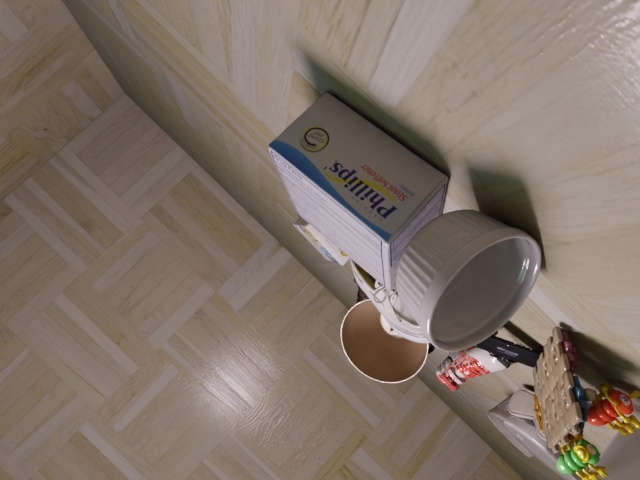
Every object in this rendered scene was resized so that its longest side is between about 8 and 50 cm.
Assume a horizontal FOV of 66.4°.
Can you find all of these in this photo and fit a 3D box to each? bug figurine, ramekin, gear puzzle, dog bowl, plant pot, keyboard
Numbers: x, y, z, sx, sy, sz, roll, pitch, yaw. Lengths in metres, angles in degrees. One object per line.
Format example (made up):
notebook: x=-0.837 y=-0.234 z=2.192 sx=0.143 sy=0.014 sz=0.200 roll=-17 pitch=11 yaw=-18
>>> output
bug figurine: x=0.517 y=0.394 z=0.819 sx=0.072 sy=0.216 sz=0.279 roll=3 pitch=-138 yaw=-34
ramekin: x=0.210 y=0.051 z=0.727 sx=0.109 sy=0.207 sz=0.207 roll=48 pitch=176 yaw=45
gear puzzle: x=0.451 y=0.304 z=0.928 sx=0.044 sy=0.175 sz=0.339 roll=-5 pitch=146 yaw=10
dog bowl: x=0.672 y=0.601 z=1.457 sx=0.349 sy=0.102 sz=0.349 roll=43 pitch=170 yaw=9
plant pot: x=0.233 y=0.293 z=1.609 sx=0.284 sy=0.284 sz=0.191 roll=42 pitch=-153 yaw=10
keyboard: x=0.406 y=0.238 z=1.064 sx=0.180 sy=0.023 sz=0.108 roll=19 pitch=154 yaw=20

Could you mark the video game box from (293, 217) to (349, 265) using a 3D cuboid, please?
video game box: x=0.000 y=0.000 z=1.840 sx=0.205 sy=0.048 sz=0.187 roll=47 pitch=172 yaw=-17

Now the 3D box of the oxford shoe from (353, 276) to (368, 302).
oxford shoe: x=0.177 y=0.214 z=1.881 sx=0.083 sy=0.096 sz=0.227 roll=36 pitch=166 yaw=49

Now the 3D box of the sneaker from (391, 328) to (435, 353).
sneaker: x=0.334 y=0.333 z=1.779 sx=0.227 sy=0.087 sz=0.130 roll=43 pitch=169 yaw=-12

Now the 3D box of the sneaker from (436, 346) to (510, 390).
sneaker: x=0.414 y=0.360 z=1.359 sx=0.090 sy=0.145 sz=0.270 roll=44 pitch=170 yaw=-1

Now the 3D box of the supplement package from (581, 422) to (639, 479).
supplement package: x=0.601 y=0.527 z=0.934 sx=0.199 sy=0.262 sz=0.198 roll=36 pitch=168 yaw=37

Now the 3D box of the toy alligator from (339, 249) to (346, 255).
toy alligator: x=0.082 y=0.003 z=1.503 sx=0.051 sy=0.056 sz=0.189 roll=0 pitch=159 yaw=11

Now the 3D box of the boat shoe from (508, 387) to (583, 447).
boat shoe: x=0.567 y=0.431 z=1.190 sx=0.095 sy=0.112 sz=0.335 roll=26 pitch=175 yaw=4

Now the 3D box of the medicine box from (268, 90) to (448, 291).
medicine box: x=0.073 y=-0.075 z=0.889 sx=0.263 sy=0.149 sz=0.289 roll=41 pitch=170 yaw=20

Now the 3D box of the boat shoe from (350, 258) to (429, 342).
boat shoe: x=0.199 y=0.130 z=1.372 sx=0.367 sy=0.136 sz=0.156 roll=48 pitch=174 yaw=47

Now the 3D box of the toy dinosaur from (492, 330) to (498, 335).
toy dinosaur: x=0.330 y=0.147 z=1.050 sx=0.118 sy=0.064 sz=0.268 roll=23 pitch=162 yaw=25
